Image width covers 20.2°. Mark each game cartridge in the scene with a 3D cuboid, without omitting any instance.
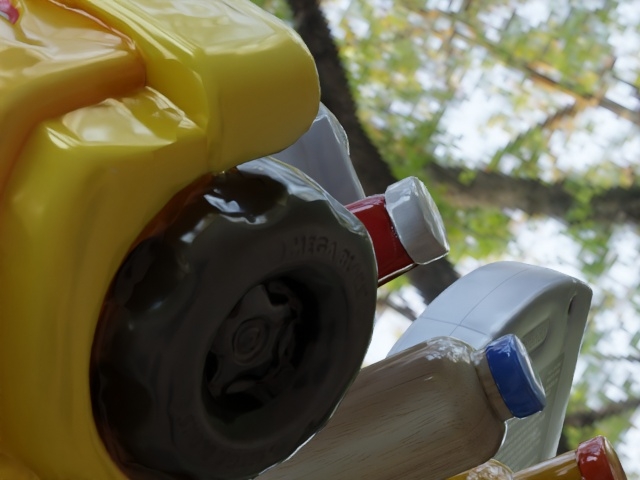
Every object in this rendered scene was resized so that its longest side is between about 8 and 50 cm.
[{"bbox_3d":[0.094,0.116,1.102,0.297,0.062,0.198,-22,-58,-65],"label":"game cartridge"}]

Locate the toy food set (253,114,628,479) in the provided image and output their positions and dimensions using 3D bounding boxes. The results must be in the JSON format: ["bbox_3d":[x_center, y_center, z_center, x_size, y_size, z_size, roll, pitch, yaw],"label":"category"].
[{"bbox_3d":[0.000,0.000,0.544,0.104,0.232,0.111,-24,-11,15],"label":"toy food set"}]

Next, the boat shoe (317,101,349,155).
[{"bbox_3d":[-0.110,-0.042,0.952,0.132,0.355,0.130,2,-75,-36],"label":"boat shoe"}]

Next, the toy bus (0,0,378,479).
[{"bbox_3d":[-0.114,0.053,0.360,0.211,0.149,0.220,-15,-57,-41],"label":"toy bus"}]
